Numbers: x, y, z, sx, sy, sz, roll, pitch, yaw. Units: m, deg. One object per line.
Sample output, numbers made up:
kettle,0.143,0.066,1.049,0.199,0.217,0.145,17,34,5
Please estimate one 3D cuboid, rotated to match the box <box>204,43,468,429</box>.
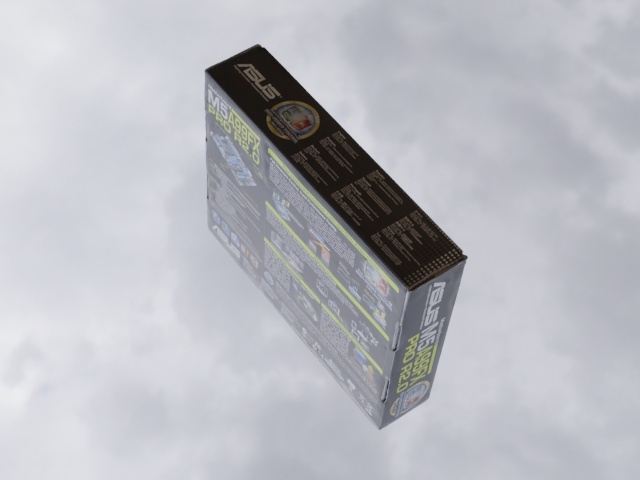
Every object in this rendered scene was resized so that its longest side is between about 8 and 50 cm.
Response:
box,0.000,0.000,0.973,0.060,0.216,0.270,-29,-121,-24
